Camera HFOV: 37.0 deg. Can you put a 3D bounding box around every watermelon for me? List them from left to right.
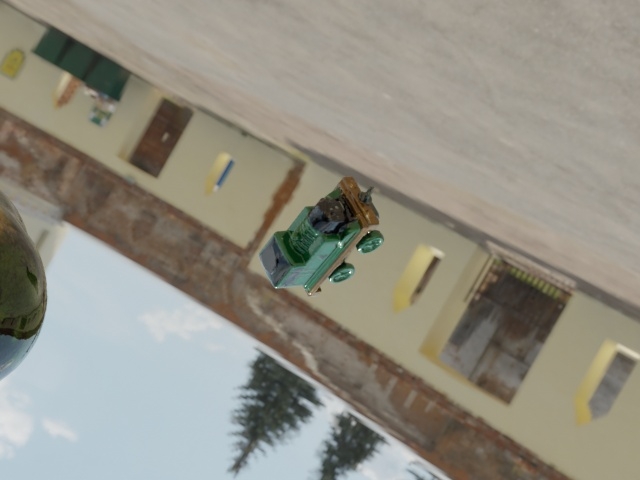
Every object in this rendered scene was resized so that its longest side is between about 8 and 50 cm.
[{"bbox_3d":[-0.419,0.044,1.008,0.269,0.269,0.269,30,-179,0],"label":"watermelon"}]

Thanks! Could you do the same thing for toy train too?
[{"bbox_3d":[0.000,0.000,1.386,0.136,0.228,0.091,-7,-122,-39],"label":"toy train"}]
